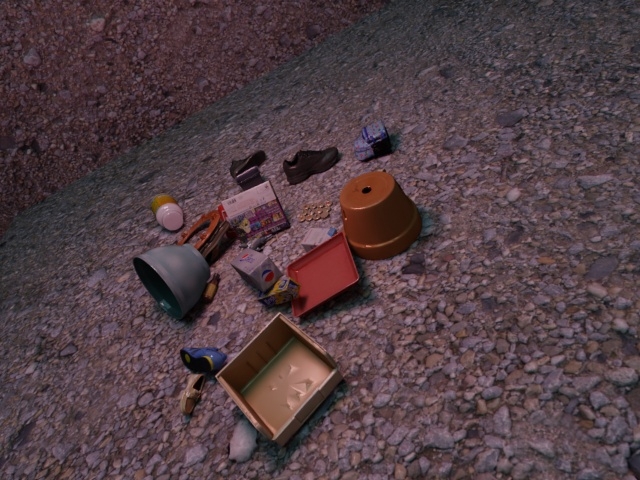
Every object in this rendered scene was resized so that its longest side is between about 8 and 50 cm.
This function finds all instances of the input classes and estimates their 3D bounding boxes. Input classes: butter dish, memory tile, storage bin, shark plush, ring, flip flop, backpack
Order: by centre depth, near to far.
[{"bbox_3d":[-0.115,0.389,1.183,0.262,0.123,0.260,-44,40,-18],"label":"storage bin"},{"bbox_3d":[-0.270,0.030,1.750,0.161,0.073,0.067,-34,61,-29],"label":"shark plush"},{"bbox_3d":[-0.023,-0.125,1.775,0.147,0.012,0.113,-7,44,25],"label":"memory tile"},{"bbox_3d":[-0.478,0.037,1.818,0.277,0.080,0.112,-53,32,-9],"label":"flip flop"},{"bbox_3d":[-0.362,-0.108,1.884,0.159,0.160,0.118,-7,18,25],"label":"butter dish"},{"bbox_3d":[0.226,-0.450,1.895,0.173,0.117,0.158,-19,39,18],"label":"backpack"},{"bbox_3d":[-0.592,-0.019,1.923,0.336,0.032,0.337,-33,29,21],"label":"ring"},{"bbox_3d":[-0.356,-0.304,2.114,0.135,0.091,0.098,-29,39,-1],"label":"storage bin"}]

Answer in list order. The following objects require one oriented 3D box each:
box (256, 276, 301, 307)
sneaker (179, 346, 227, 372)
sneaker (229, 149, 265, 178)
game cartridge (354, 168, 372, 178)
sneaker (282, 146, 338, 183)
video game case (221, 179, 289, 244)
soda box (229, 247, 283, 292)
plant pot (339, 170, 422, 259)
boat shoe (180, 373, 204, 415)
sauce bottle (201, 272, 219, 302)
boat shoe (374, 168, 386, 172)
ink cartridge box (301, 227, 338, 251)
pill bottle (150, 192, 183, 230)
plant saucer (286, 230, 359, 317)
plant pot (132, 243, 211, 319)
[{"bbox_3d":[-0.147,0.181,1.436,0.168,0.059,0.054,-24,39,41],"label":"box"},{"bbox_3d":[-0.399,0.397,1.410,0.209,0.069,0.082,-3,12,41],"label":"sneaker"},{"bbox_3d":[-0.414,-0.431,2.292,0.227,0.087,0.130,-46,47,-11],"label":"sneaker"},{"bbox_3d":[0.189,-0.283,1.814,0.083,0.017,0.056,-20,36,11],"label":"game cartridge"},{"bbox_3d":[-0.049,-0.383,1.981,0.286,0.130,0.109,-28,36,0],"label":"sneaker"},{"bbox_3d":[-0.277,-0.117,1.776,0.231,0.211,0.042,-23,10,9],"label":"video game case"},{"bbox_3d":[-0.242,0.103,1.530,0.098,0.091,0.286,-42,20,-16],"label":"soda box"},{"bbox_3d":[0.194,-0.105,1.467,0.290,0.204,0.291,-17,41,15],"label":"plant pot"},{"bbox_3d":[-0.405,0.485,1.316,0.045,0.050,0.136,-19,39,21],"label":"boat shoe"},{"bbox_3d":[-0.438,0.189,1.669,0.042,0.042,0.128,-11,40,22],"label":"sauce bottle"},{"bbox_3d":[0.216,-0.236,1.715,0.059,0.063,0.170,5,40,39],"label":"boat shoe"},{"bbox_3d":[0.000,0.000,1.593,0.122,0.052,0.089,5,49,34],"label":"ink cartridge box"},{"bbox_3d":[-0.803,-0.147,2.184,0.136,0.136,0.245,-38,39,-10],"label":"pill bottle"},{"bbox_3d":[0.008,0.121,1.431,0.258,0.048,0.259,-32,37,14],"label":"plant saucer"},{"bbox_3d":[-0.562,0.133,1.633,0.292,0.293,0.196,13,42,40],"label":"plant pot"}]
